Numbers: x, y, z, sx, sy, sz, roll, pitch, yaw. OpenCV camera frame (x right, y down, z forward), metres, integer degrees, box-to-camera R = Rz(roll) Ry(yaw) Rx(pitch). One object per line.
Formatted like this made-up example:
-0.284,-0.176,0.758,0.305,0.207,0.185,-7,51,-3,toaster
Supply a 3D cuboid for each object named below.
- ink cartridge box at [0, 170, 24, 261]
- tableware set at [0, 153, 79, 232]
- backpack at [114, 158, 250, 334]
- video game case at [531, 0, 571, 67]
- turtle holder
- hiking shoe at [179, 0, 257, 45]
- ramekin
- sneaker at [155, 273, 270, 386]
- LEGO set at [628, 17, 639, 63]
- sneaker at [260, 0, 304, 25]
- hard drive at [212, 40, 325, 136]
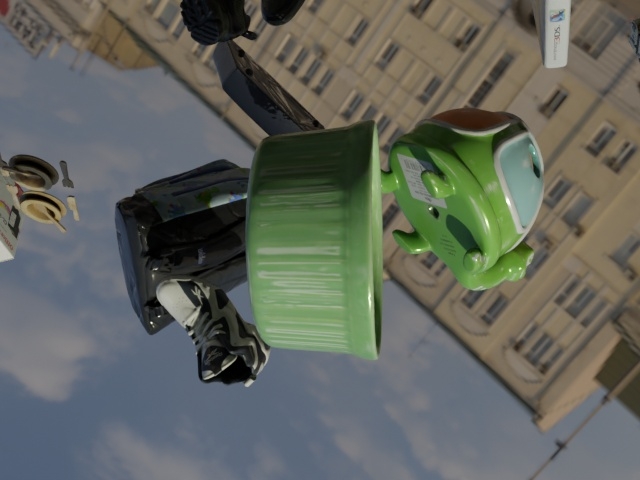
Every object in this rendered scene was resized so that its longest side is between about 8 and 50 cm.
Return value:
-0.670,-0.057,1.816,0.127,0.072,0.175,69,-168,-47,ink cartridge box
-0.503,-0.082,1.576,0.128,0.194,0.039,11,-122,0,tableware set
-0.227,-0.018,1.778,0.355,0.290,0.273,-17,-142,-22,backpack
0.288,-0.446,1.158,0.300,0.036,0.329,73,-166,-52,video game case
0.258,-0.066,1.435,0.320,0.227,0.243,54,160,-2,turtle holder
-0.153,-0.390,1.259,0.086,0.227,0.114,-4,-171,39,hiking shoe
0.000,0.000,1.135,0.148,0.303,0.303,-1,-161,6,ramekin
-0.188,0.163,1.505,0.235,0.094,0.153,46,-163,-16,sneaker
0.431,-0.329,1.107,0.227,0.087,0.093,67,-174,-57,LEGO set
-0.064,-0.464,1.419,0.087,0.228,0.130,14,171,31,sneaker
-0.074,-0.219,1.469,0.254,0.054,0.172,40,-164,-33,hard drive
